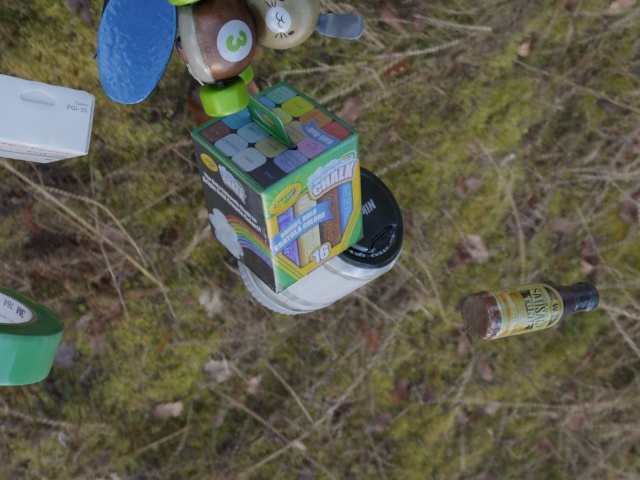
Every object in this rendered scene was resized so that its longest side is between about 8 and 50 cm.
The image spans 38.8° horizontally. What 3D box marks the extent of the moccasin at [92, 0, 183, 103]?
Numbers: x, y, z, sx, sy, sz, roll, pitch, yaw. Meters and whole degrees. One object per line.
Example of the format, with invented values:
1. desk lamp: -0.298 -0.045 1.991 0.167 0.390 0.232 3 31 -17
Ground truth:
1. moccasin: -0.270 -0.386 1.439 0.138 0.117 0.341 13 102 -8

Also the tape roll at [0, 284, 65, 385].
1. tape roll: -0.531 0.110 1.288 0.321 0.321 0.077 18 94 -34

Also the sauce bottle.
1. sauce bottle: 0.178 0.054 0.757 0.128 0.042 0.042 -9 121 -29

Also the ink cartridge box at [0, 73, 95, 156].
1. ink cartridge box: -0.572 -0.223 1.709 0.207 0.283 0.117 8 87 -31

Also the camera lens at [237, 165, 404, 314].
1. camera lens: 0.000 0.000 1.639 0.220 0.219 0.274 10 153 -31

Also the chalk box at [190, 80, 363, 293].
1. chalk box: -0.061 -0.102 1.334 0.179 0.180 0.288 -33 145 -24

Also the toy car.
1. toy car: -0.053 -0.242 0.976 0.189 0.149 0.155 -12 120 7

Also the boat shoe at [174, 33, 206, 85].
1. boat shoe: -0.203 -0.297 1.550 0.049 0.043 0.137 -24 140 12
